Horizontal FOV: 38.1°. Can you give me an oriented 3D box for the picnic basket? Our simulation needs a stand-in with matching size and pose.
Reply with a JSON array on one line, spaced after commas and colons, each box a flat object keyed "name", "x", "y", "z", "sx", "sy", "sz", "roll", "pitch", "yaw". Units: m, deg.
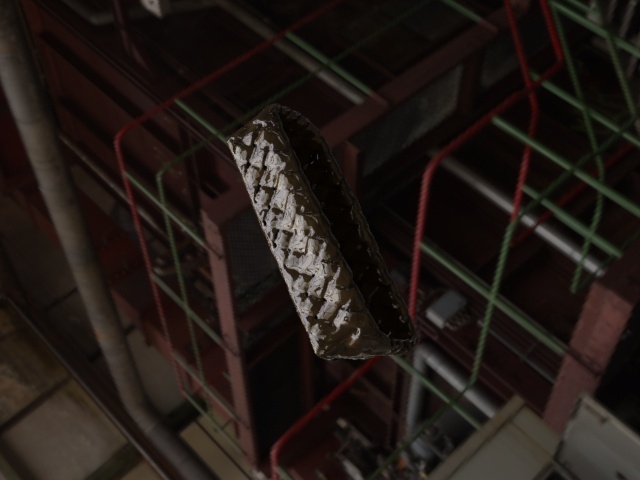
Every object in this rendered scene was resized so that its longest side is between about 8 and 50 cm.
[{"name": "picnic basket", "x": 0.000, "y": 0.000, "z": 0.661, "sx": 0.055, "sy": 0.193, "sz": 0.110, "roll": -30, "pitch": -16, "yaw": 16}]
